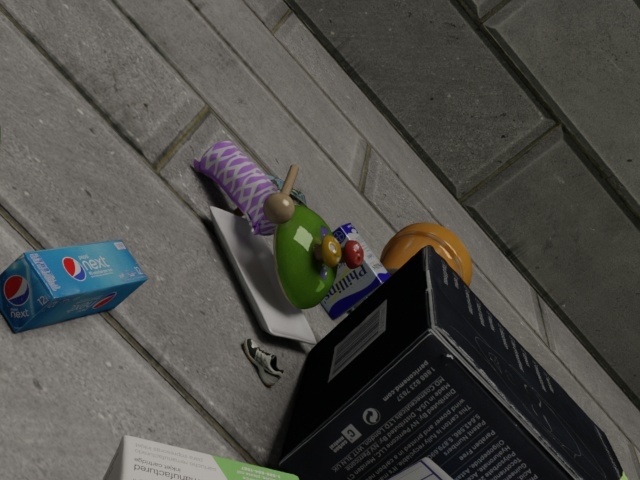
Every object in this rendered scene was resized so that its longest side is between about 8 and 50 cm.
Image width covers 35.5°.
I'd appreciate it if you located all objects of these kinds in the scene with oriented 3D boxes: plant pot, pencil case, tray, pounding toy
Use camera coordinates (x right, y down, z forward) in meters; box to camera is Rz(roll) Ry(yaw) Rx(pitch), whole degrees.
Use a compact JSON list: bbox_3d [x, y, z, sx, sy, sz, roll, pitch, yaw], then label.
[{"bbox_3d":[0.205,0.085,2.182,0.205,0.205,0.188,52,33,1],"label":"plant pot"},{"bbox_3d":[-0.137,-0.092,1.800,0.206,0.088,0.086,47,-23,30],"label":"pencil case"},{"bbox_3d":[-0.107,0.066,1.716,0.145,0.030,0.270,23,33,-56],"label":"tray"},{"bbox_3d":[0.000,0.000,1.715,0.183,0.110,0.237,-56,134,-57],"label":"pounding toy"}]

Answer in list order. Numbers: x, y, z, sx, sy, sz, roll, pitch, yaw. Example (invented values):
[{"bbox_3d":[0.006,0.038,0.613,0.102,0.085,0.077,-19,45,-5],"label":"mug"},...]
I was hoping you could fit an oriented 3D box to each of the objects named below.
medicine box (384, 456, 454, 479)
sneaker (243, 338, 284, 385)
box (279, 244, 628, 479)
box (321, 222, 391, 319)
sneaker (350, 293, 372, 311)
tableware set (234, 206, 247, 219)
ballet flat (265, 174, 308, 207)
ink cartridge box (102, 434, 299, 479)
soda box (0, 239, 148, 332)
[{"bbox_3d":[0.161,0.429,1.114,0.263,0.149,0.289,65,-11,-16],"label":"medicine box"},{"bbox_3d":[-0.085,0.181,1.539,0.083,0.037,0.032,55,20,14],"label":"sneaker"},{"bbox_3d":[0.220,0.313,1.505,0.472,0.297,0.480,45,12,-5],"label":"box"},{"bbox_3d":[0.042,0.059,1.924,0.137,0.126,0.072,53,17,5],"label":"box"},{"bbox_3d":[0.113,0.128,2.040,0.166,0.076,0.065,30,27,-47],"label":"sneaker"},{"bbox_3d":[-0.123,-0.058,1.918,0.104,0.024,0.154,52,19,4],"label":"tableware set"},{"bbox_3d":[-0.080,-0.079,1.928,0.188,0.070,0.070,17,39,-56],"label":"ballet flat"},{"bbox_3d":[-0.119,0.340,0.951,0.198,0.115,0.273,18,31,-18],"label":"ink cartridge box"},{"bbox_3d":[-0.302,0.052,1.217,0.067,0.071,0.210,54,19,10],"label":"soda box"}]
